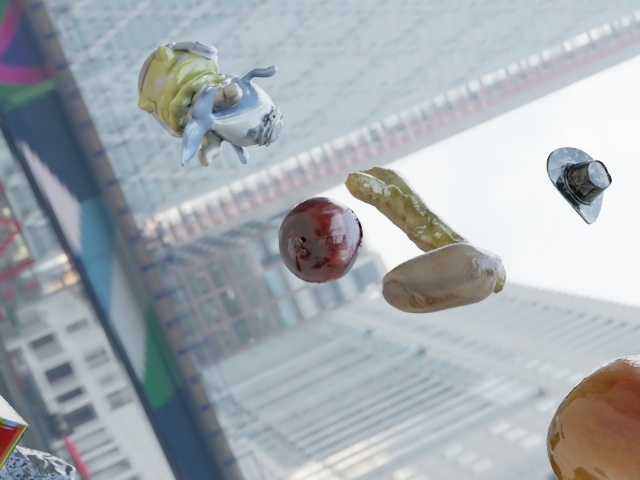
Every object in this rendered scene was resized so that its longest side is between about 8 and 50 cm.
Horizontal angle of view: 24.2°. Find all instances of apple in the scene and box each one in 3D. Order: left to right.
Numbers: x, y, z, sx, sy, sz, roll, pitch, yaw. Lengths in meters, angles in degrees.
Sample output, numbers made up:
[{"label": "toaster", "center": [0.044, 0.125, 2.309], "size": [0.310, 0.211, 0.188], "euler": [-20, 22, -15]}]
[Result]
[{"label": "apple", "center": [0.299, 0.186, 1.342], "size": [0.199, 0.199, 0.199], "euler": [60, -15, 26]}]

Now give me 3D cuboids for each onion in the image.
[{"label": "onion", "center": [0.000, 0.000, 2.167], "size": [0.131, 0.131, 0.131], "euler": [60, -15, 26]}]

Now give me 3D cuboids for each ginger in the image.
[{"label": "ginger", "center": [0.169, -0.020, 2.312], "size": [0.299, 0.118, 0.065], "euler": [39, -57, 21]}]

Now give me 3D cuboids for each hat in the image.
[{"label": "hat", "center": [0.347, -0.078, 1.935], "size": [0.050, 0.121, 0.121], "euler": [-25, -92, 40]}]

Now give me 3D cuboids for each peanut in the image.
[{"label": "peanut", "center": [0.143, 0.047, 1.774], "size": [0.076, 0.152, 0.076], "euler": [-16, 90, -71]}]

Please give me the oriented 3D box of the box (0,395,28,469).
[{"label": "box", "center": [-0.525, 0.223, 1.883], "size": [0.313, 0.197, 0.089], "euler": [35, 4, 40]}]

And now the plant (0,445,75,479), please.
[{"label": "plant", "center": [-0.528, 0.390, 2.249], "size": [0.194, 0.320, 0.182], "euler": [-45, -131, 40]}]

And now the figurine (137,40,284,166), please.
[{"label": "figurine", "center": [-0.133, -0.161, 1.748], "size": [0.208, 0.183, 0.128], "euler": [-61, 171, -71]}]
